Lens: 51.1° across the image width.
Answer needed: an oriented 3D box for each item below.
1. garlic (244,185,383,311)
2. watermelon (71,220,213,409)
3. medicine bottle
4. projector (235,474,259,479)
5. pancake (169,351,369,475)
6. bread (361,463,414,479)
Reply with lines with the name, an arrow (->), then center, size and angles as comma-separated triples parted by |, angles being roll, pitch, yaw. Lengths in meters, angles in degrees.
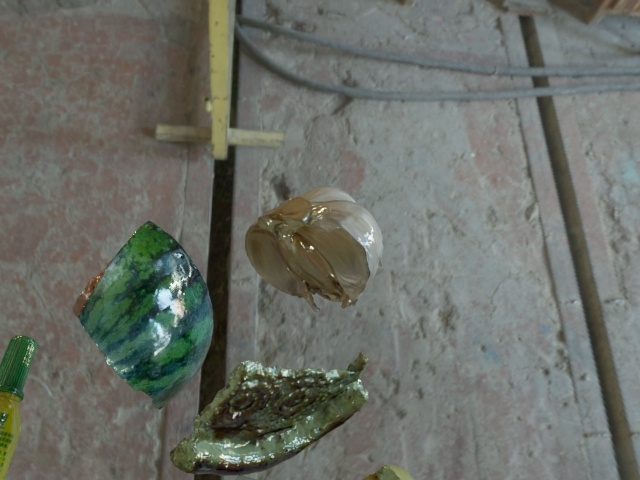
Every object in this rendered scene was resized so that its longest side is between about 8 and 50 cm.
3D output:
garlic -> 0.000, 0.000, 1.019 | 0.230, 0.178, 0.142 | -8, 33, 34
watermelon -> -0.343, 0.185, 1.266 | 0.292, 0.319, 0.222 | 45, 20, -8
medicine bottle -> -0.645, 0.341, 1.347 | 0.111, 0.076, 0.308 | 35, 55, -40
projector -> -0.114, 0.459, 1.140 | 0.082, 0.083, 0.083 | 12, 38, 11
pancake -> -0.071, 0.352, 1.339 | 0.427, 0.304, 0.067 | 4, 34, -37
bread -> 0.149, 0.614, 1.549 | 0.186, 0.257, 0.124 | -46, 62, 9
